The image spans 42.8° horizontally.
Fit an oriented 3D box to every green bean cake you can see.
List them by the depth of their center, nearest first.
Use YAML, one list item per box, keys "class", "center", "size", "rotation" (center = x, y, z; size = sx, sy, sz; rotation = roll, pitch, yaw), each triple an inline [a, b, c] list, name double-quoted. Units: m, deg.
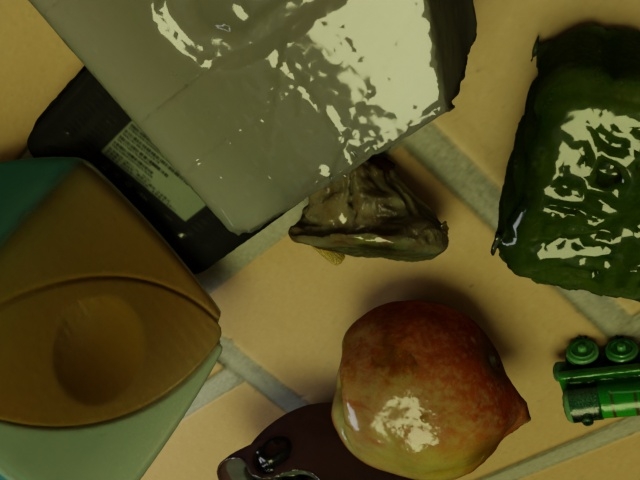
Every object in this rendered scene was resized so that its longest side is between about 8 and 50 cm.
- class: "green bean cake"
  center: [0.319, -0.070, 0.834]
  size: [0.246, 0.156, 0.250]
  rotation: [12, 130, 5]

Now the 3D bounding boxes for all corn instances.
- class: "corn"
  center: [0.000, 0.000, 1.068]
  size: [0.028, 0.027, 0.083]
  rotation: [-45, 111, 4]

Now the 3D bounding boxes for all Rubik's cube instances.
- class: "Rubik's cube"
  center: [-0.382, 0.129, 1.028]
  size: [0.351, 0.352, 0.347]
  rotation: [-5, 133, 38]

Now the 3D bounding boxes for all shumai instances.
- class: "shumai"
  center: [0.055, -0.040, 0.967]
  size: [0.201, 0.201, 0.120]
  rotation: [4, 87, 13]

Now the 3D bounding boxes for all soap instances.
- class: "soap"
  center: [-0.069, -0.269, 0.718]
  size: [0.350, 0.213, 0.435]
  rotation: [-27, 111, 28]

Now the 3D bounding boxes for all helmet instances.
- class: "helmet"
  center: [0.028, 0.350, 1.230]
  size: [0.338, 0.197, 0.271]
  rotation: [11, 145, 39]

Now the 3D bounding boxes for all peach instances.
- class: "peach"
  center: [0.145, 0.196, 1.062]
  size: [0.256, 0.232, 0.232]
  rotation: [5, 130, 1]

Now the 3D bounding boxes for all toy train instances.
- class: "toy train"
  center: [0.421, 0.176, 1.028]
  size: [0.251, 0.119, 0.085]
  rotation: [-12, 125, 23]

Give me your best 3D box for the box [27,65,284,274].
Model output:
- class: "box"
  center: [-0.188, -0.100, 1.008]
  size: [0.290, 0.073, 0.289]
  rotation: [41, 130, -20]
